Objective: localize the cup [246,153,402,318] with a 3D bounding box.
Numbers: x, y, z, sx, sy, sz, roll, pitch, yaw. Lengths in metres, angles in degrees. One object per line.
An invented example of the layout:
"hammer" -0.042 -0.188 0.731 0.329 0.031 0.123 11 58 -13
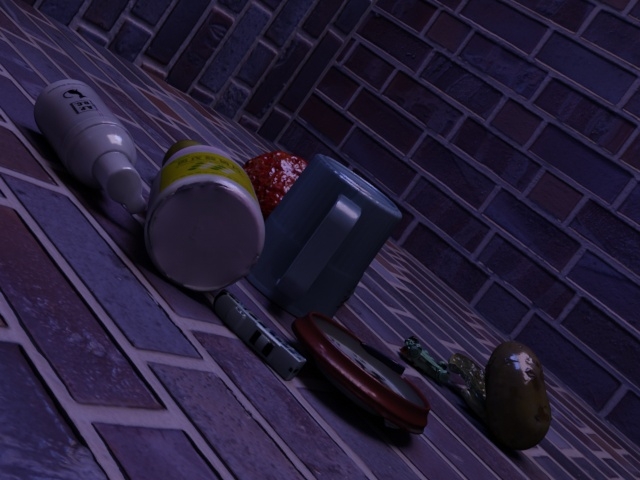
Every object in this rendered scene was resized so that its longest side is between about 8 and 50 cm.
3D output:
"cup" -0.013 -0.012 1.875 0.256 0.311 0.331 40 10 26

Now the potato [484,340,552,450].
"potato" 0.467 0.368 2.028 0.165 0.165 0.263 25 52 -51

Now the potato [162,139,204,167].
"potato" -0.289 -0.145 2.041 0.228 0.148 0.197 41 -3 20

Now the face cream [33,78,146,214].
"face cream" -0.441 -0.184 1.668 0.145 0.145 0.369 27 12 -46

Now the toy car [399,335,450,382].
"toy car" 0.266 0.305 2.139 0.143 0.054 0.073 42 9 -13

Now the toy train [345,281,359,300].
"toy train" 0.054 0.060 2.199 0.138 0.178 0.330 37 10 8

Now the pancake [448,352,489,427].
"pancake" 0.416 0.399 2.167 0.253 0.037 0.254 44 17 -17

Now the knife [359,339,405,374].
"knife" 0.116 0.224 1.623 0.121 0.018 0.031 33 4 -27

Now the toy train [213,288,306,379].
"toy train" -0.115 0.160 1.473 0.207 0.043 0.047 40 9 21

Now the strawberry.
"strawberry" -0.114 -0.087 2.170 0.257 0.257 0.277 32 23 -25

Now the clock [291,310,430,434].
"clock" 0.071 0.253 1.590 0.318 0.080 0.318 37 4 -3

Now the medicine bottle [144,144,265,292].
"medicine bottle" -0.226 -0.058 1.631 0.213 0.214 0.379 34 9 -18
